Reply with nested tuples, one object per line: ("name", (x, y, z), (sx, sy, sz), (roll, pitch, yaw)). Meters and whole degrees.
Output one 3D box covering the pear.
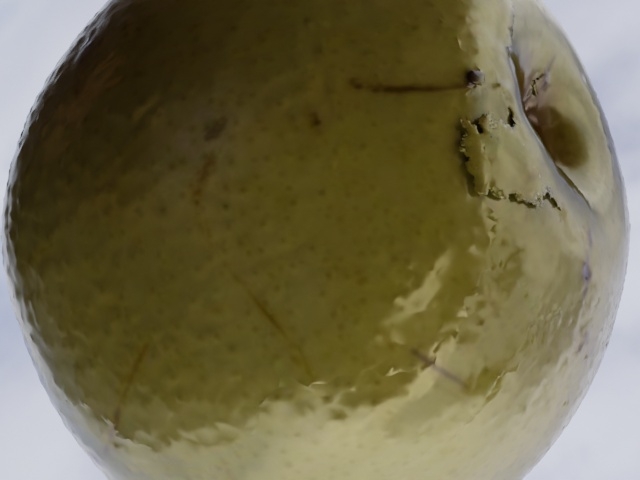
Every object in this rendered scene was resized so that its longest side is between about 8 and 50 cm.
("pear", (0.000, 0.000, 0.612), (0.348, 0.348, 0.348), (-31, -142, 29))
